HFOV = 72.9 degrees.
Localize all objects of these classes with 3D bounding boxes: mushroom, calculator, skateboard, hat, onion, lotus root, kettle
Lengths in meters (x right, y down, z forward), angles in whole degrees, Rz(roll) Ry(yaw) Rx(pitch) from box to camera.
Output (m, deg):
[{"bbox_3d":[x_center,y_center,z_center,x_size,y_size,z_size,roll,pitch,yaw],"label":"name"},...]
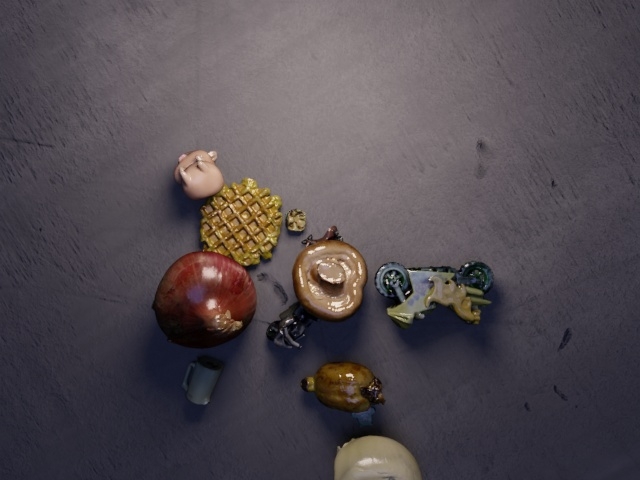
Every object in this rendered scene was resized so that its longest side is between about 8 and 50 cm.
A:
[{"bbox_3d":[0.037,0.133,1.465,0.278,0.146,0.279,1,74,-5],"label":"mushroom"},{"bbox_3d":[0.155,0.622,1.608,0.094,0.019,0.141,-12,92,0],"label":"calculator"},{"bbox_3d":[0.000,0.000,1.559,0.151,0.067,0.080,-37,62,-1],"label":"skateboard"},{"bbox_3d":[-0.092,-0.075,1.559,0.076,0.059,0.077,3,99,-15],"label":"hat"},{"bbox_3d":[-0.390,0.210,1.478,0.353,0.353,0.354,0,93,2],"label":"onion"},{"bbox_3d":[0.082,0.517,1.545,0.313,0.141,0.170,4,88,13],"label":"lotus root"},{"bbox_3d":[-0.438,0.506,1.580,0.126,0.098,0.148,22,97,-5],"label":"kettle"}]

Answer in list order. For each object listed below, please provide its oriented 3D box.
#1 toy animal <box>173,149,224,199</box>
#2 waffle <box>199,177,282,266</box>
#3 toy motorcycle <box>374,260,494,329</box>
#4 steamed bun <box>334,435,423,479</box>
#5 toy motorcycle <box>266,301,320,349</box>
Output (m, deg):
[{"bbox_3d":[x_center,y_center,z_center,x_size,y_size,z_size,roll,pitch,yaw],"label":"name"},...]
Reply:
[{"bbox_3d":[-0.410,-0.224,1.474,0.166,0.250,0.154,-28,125,-6],"label":"toy animal"},{"bbox_3d":[-0.290,-0.065,1.561,0.301,0.068,0.325,8,91,1],"label":"waffle"},{"bbox_3d":[0.394,0.188,1.505,0.409,0.169,0.237,-2,94,2],"label":"toy motorcycle"},{"bbox_3d":[0.199,0.845,1.514,0.311,0.233,0.334,-1,102,-1],"label":"steamed bun"},{"bbox_3d":[-0.073,0.292,1.531,0.270,0.159,0.106,-29,113,4],"label":"toy motorcycle"}]
